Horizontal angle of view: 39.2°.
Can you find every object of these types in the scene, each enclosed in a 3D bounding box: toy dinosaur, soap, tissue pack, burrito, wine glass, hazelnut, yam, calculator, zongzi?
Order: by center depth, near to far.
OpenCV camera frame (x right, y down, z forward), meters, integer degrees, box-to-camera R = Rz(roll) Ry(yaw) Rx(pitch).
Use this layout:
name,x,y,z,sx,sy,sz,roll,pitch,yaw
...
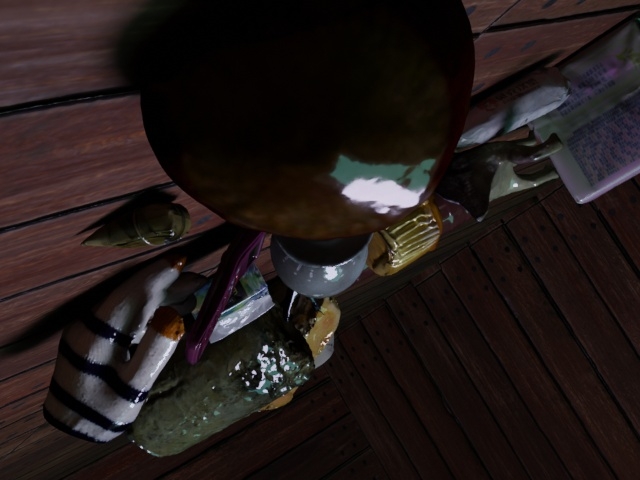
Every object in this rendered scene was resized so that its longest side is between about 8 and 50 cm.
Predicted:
name,x,y,z,sx,sy,sz,roll,pitch,yaw
hazelnut,-0.010,-0.084,0.548,0.201,0.161,0.170,5,162,10
zongzi,-0.159,-0.008,0.792,0.083,0.040,0.076,-20,179,5
calculator,-0.112,0.052,1.044,0.190,0.034,0.126,-63,-178,-18
wine glass,0.000,0.000,1.078,0.126,0.126,0.241,-30,170,-7
burrito,0.229,-0.164,1.139,0.203,0.064,0.064,-27,171,-13
toy dinosaur,0.221,-0.092,1.186,0.162,0.077,0.294,-20,-172,4
soap,0.402,-0.174,1.253,0.199,0.182,0.138,-32,172,15
tissue pack,-0.127,0.086,1.268,0.111,0.079,0.085,-29,170,-7
yam,-0.168,0.203,1.436,0.300,0.195,0.195,-31,171,12

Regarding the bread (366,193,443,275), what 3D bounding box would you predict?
name,x,y,z,sx,sy,sz,roll,pitch,yaw
bread,0.093,-0.031,1.184,0.114,0.132,0.190,-31,174,-6

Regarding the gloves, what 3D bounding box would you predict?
name,x,y,z,sx,sy,sz,roll,pitch,yaw
gloves,-0.219,0.106,0.993,0.140,0.131,0.219,-136,-112,-86

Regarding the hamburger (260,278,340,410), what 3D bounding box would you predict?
name,x,y,z,sx,sy,sz,roll,pitch,yaw
hamburger,-0.056,0.168,1.574,0.262,0.124,0.131,-57,147,2

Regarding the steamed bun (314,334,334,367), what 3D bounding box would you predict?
name,x,y,z,sx,sy,sz,roll,pitch,yaw
steamed bun,-0.093,0.189,1.748,0.231,0.145,0.232,-20,159,-8

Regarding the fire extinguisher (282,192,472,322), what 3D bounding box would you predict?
name,x,y,z,sx,sy,sz,roll,pitch,yaw
fire extinguisher,0.080,0.012,1.396,0.344,0.102,0.138,-30,128,-12
